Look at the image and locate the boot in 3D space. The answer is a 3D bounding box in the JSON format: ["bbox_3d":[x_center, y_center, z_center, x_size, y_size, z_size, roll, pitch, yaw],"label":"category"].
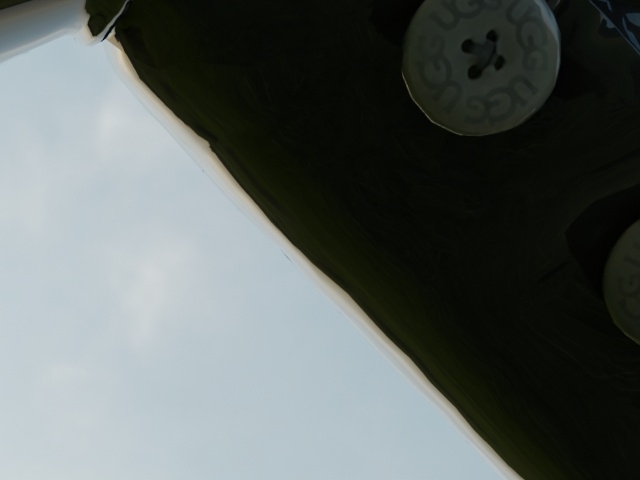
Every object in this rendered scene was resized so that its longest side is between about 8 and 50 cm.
[{"bbox_3d":[0.002,-0.001,0.511,0.367,0.146,0.445,-42,-64,14],"label":"boot"}]
